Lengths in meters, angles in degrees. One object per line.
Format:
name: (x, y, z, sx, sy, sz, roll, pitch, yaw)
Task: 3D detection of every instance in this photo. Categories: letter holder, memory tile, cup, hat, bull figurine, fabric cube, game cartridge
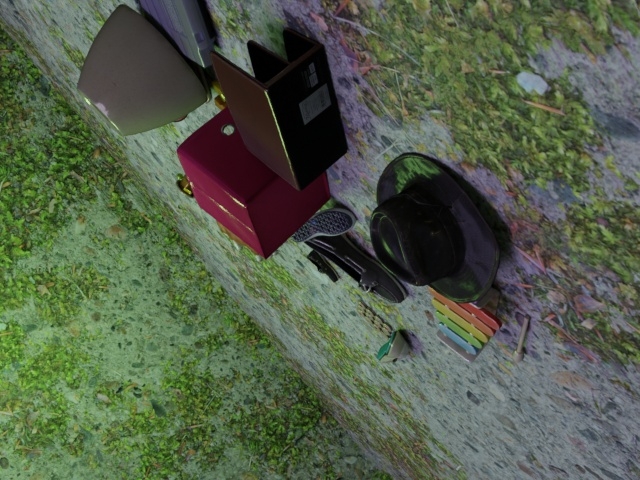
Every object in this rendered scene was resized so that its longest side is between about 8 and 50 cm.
letter holder: (-0.089, -0.293, 1.488, 0.214, 0.152, 0.302, 37, 160, 33)
memory tile: (0.174, 0.259, 2.271, 0.148, 0.012, 0.113, 41, 161, 17)
cup: (-0.500, -0.417, 1.855, 0.331, 0.237, 0.331, 42, 170, 9)
hat: (0.189, 0.001, 1.384, 0.331, 0.133, 0.332, 35, 140, 36)
bull figurine: (-0.255, -0.012, 2.523, 0.310, 0.101, 0.188, 35, 160, 31)
fabric cube: (-0.162, -0.163, 1.753, 0.258, 0.254, 0.259, 38, 160, 26)
game cartridge: (-0.362, -0.590, 1.620, 0.230, 0.068, 0.355, 32, 156, 28)

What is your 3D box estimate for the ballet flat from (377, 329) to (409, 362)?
ballet flat: (0.242, 0.346, 2.220, 0.086, 0.086, 0.248, 44, 163, 9)

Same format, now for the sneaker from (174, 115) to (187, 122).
sneaker: (-0.515, -0.488, 2.090, 0.314, 0.116, 0.136, 51, 160, -11)

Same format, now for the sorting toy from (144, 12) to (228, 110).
sorting toy: (-0.361, -0.467, 1.902, 0.307, 0.041, 0.229, 42, 161, 16)

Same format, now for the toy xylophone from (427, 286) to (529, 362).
toy xylophone: (0.354, 0.179, 1.586, 0.236, 0.081, 0.323, 34, 158, 34)

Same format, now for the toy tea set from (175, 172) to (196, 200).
toy tea set: (-0.317, -0.167, 2.334, 0.336, 0.124, 0.200, 34, -158, -20)

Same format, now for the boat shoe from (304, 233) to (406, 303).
boat shoe: (0.089, 0.074, 1.939, 0.335, 0.095, 0.112, 43, 162, 11)

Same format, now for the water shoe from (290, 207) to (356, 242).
water shoe: (0.009, -0.050, 1.863, 0.203, 0.080, 0.073, -12, 102, 28)

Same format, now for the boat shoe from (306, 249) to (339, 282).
boat shoe: (0.007, 0.087, 2.241, 0.133, 0.042, 0.049, 50, 160, -13)
